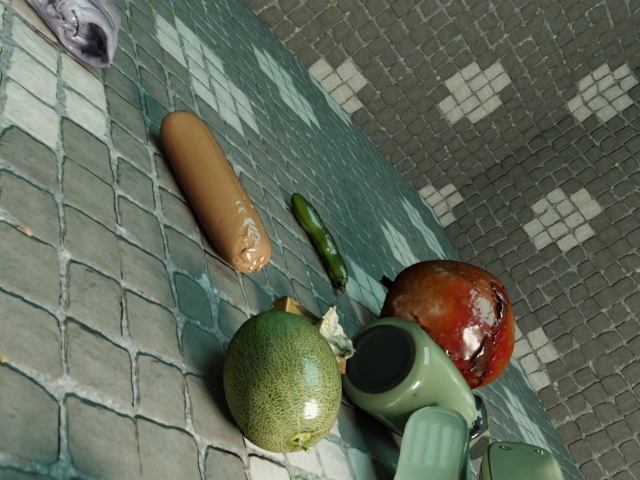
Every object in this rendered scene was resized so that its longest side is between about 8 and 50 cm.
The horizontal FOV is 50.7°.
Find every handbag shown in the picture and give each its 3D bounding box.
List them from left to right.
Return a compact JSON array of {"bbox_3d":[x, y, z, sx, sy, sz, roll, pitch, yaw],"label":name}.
[{"bbox_3d":[0.257,0.445,0.888,0.241,0.109,0.315,-54,145,-72],"label":"handbag"}]

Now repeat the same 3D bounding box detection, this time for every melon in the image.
[{"bbox_3d":[-0.043,0.166,0.785,0.139,0.139,0.192,40,19,-42],"label":"melon"}]

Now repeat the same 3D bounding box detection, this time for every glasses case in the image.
[{"bbox_3d":[-0.019,0.151,1.055,0.170,0.041,0.064,39,48,-42],"label":"glasses case"}]

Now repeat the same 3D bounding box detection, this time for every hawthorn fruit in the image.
[{"bbox_3d":[0.271,0.178,1.421,0.316,0.316,0.316,49,17,-20],"label":"hawthorn fruit"}]

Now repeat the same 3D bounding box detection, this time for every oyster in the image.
[{"bbox_3d":[-0.003,0.155,1.007,0.200,0.061,0.106,0,67,-62],"label":"oyster"}]

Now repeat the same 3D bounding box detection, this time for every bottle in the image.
[{"bbox_3d":[0.186,0.279,1.185,0.347,0.169,0.168,45,19,-40],"label":"bottle"}]

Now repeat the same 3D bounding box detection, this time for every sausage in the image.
[{"bbox_3d":[-0.164,-0.079,1.035,0.289,0.086,0.086,61,17,17],"label":"sausage"}]

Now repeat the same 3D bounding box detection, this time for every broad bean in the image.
[{"bbox_3d":[0.003,0.000,1.431,0.065,0.046,0.254,1,55,-55],"label":"broad bean"}]

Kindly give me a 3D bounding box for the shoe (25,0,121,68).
[{"bbox_3d":[-0.376,-0.352,0.960,0.245,0.095,0.137,47,14,-49],"label":"shoe"}]

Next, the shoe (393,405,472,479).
[{"bbox_3d":[0.153,0.410,0.931,0.363,0.132,0.160,-68,154,-56],"label":"shoe"}]
